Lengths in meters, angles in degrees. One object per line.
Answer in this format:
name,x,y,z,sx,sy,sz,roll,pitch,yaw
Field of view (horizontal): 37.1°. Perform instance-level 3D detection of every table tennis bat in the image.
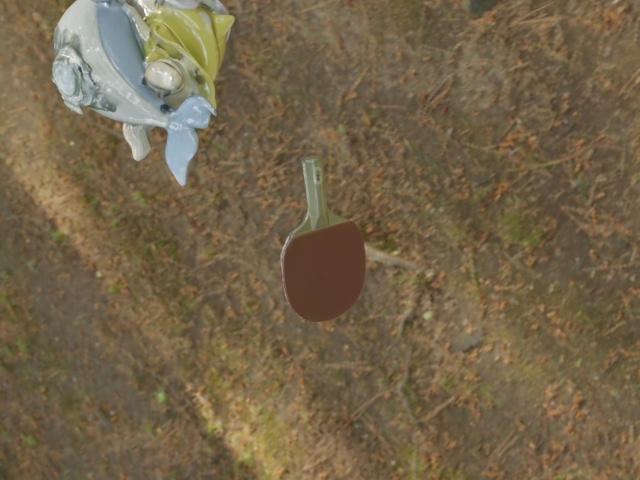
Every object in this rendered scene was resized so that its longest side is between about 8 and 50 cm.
table tennis bat,0.000,0.000,0.865,0.013,0.087,0.156,29,130,57

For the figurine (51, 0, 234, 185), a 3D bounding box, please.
figurine,-0.148,-0.156,0.849,0.208,0.184,0.128,57,139,20
